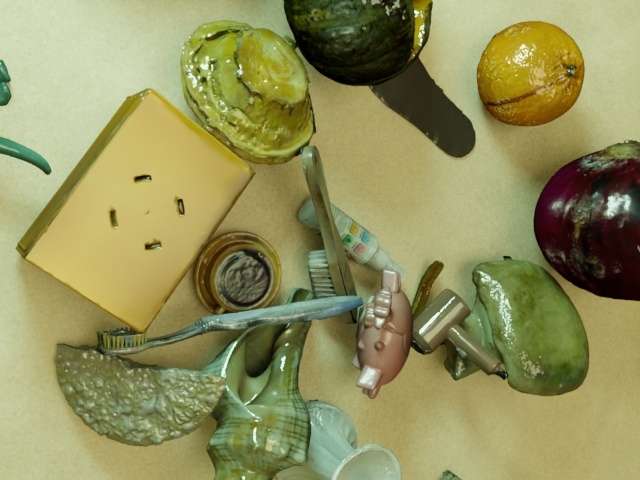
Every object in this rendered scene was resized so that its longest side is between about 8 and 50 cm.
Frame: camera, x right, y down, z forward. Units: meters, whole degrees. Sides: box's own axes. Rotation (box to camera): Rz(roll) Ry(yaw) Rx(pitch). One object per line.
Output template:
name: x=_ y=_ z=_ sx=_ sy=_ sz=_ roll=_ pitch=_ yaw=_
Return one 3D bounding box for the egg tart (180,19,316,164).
egg tart: x=-0.090 y=-0.227 z=1.131 sx=0.241 sy=0.106 sz=0.241 roll=21 pitch=53 yaw=-31

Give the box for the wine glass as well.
wine glass: x=0.026 y=0.363 z=1.254 sx=0.165 sy=0.196 sz=0.164 roll=-5 pitch=100 yaw=-29

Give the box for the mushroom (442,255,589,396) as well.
mushroom: x=0.379 y=0.154 z=1.419 sx=0.292 sy=0.212 sz=0.217 roll=5 pitch=102 yaw=-21

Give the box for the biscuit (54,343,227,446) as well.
biscuit: x=-0.266 y=0.230 z=1.118 sx=0.250 sy=0.032 sz=0.133 roll=12 pitch=96 yaw=2

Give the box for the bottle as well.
bottle: x=0.058 y=0.002 z=1.302 sx=0.217 sy=0.060 sz=0.060 roll=36 pitch=79 yaw=-25

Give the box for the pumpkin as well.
pumpkin: x=0.059 y=-0.386 z=1.134 sx=0.320 sy=0.192 sz=0.320 roll=2 pitch=90 yaw=-68

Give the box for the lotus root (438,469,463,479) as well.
lotus root: x=0.244 y=0.525 z=1.456 sx=0.143 sy=0.070 sz=0.144 roll=-48 pitch=115 yaw=-14

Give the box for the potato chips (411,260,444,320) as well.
potato chips: x=0.171 y=0.130 z=1.394 sx=0.026 sy=0.037 sz=0.204 roll=24 pitch=90 yaw=-18

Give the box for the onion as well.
onion: x=0.538 y=-0.037 z=1.439 sx=0.337 sy=0.260 sz=0.281 roll=-39 pitch=121 yaw=-38

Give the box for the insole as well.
insole: x=0.163 y=-0.259 z=1.356 sx=0.328 sy=0.007 sz=0.111 roll=40 pitch=79 yaw=-25

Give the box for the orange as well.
orange: x=0.373 y=-0.292 z=1.375 sx=0.193 sy=0.161 sz=0.193 roll=-2 pitch=94 yaw=-24

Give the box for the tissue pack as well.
tissue pack: x=-0.261 y=-0.045 z=1.084 sx=0.194 sy=0.145 sz=0.274 roll=40 pitch=77 yaw=-27

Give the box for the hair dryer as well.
hair dryer: x=0.244 y=0.179 z=1.333 sx=0.117 sy=0.182 sz=0.064 roll=-44 pitch=157 yaw=-12

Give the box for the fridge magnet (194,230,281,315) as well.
fridge magnet: x=-0.125 y=0.056 z=1.211 sx=0.143 sy=0.063 sz=0.143 roll=-4 pitch=99 yaw=-24

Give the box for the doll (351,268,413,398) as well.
doll: x=0.103 y=0.151 z=1.269 sx=0.093 sy=0.262 sz=0.211 roll=10 pitch=69 yaw=11

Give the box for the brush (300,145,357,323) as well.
brush: x=0.000 y=0.000 z=1.224 sx=0.065 sy=0.070 sz=0.327 roll=-5 pitch=125 yaw=14

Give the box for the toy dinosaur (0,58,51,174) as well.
toy dinosaur: x=-0.565 y=-0.198 z=0.946 sx=0.331 sy=0.129 sz=0.383 roll=-23 pitch=108 yaw=-12

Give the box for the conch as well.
conch: x=-0.106 y=0.245 z=1.203 sx=0.203 sy=0.170 sz=0.386 roll=35 pitch=43 yaw=-32

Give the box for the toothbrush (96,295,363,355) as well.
toothbrush: x=-0.122 y=0.121 z=1.162 sx=0.414 sy=0.035 sz=0.042 roll=-7 pitch=126 yaw=-23
